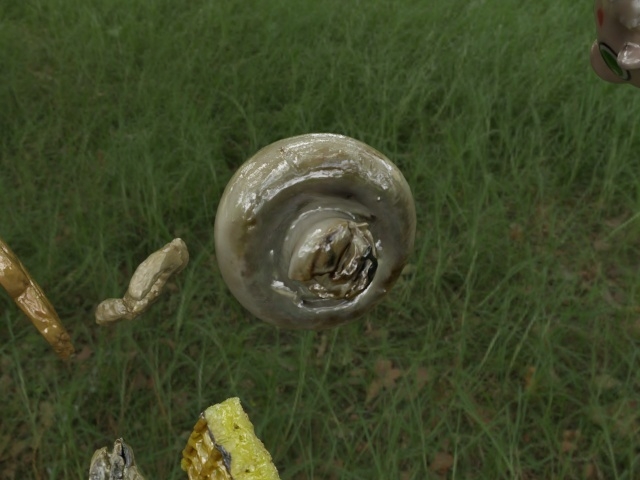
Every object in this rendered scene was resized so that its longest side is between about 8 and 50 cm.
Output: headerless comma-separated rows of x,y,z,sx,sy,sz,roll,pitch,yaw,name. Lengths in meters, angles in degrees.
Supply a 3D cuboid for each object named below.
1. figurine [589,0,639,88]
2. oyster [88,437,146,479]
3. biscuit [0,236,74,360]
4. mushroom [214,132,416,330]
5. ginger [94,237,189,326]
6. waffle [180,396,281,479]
0.258,-0.167,0.500,0.125,0.125,0.138,21,-1,33,figurine
-0.365,0.564,1.342,0.197,0.337,0.133,-40,-9,8,oyster
-0.505,0.082,1.143,0.051,0.376,0.269,-38,73,-23,biscuit
0.000,0.000,1.162,0.361,0.363,0.295,-11,28,-13,mushroom
-0.291,0.079,1.116,0.065,0.258,0.149,47,51,-3,ginger
-0.100,0.298,0.779,0.055,0.211,0.160,-19,61,-34,waffle
